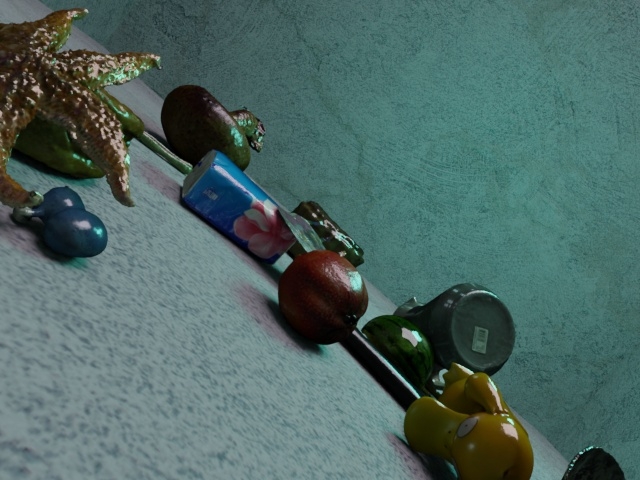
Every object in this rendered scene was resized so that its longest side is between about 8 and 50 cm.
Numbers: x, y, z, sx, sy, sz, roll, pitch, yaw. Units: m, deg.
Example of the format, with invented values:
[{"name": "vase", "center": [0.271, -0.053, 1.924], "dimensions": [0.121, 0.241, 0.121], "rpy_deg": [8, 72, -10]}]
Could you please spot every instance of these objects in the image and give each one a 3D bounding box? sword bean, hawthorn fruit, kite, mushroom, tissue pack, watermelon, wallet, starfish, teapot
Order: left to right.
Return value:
[{"name": "starfish", "center": [-0.291, -0.170, 0.495], "dimensions": [0.299, 0.060, 0.302], "rpy_deg": [23, 51, -4]}, {"name": "sword bean", "center": [-0.465, -0.271, 1.269], "dimensions": [0.269, 0.038, 0.043], "rpy_deg": [39, 30, -29]}, {"name": "mushroom", "center": [-0.334, -0.370, 1.550], "dimensions": [0.331, 0.356, 0.334], "rpy_deg": [59, -18, 27]}, {"name": "tissue pack", "center": [-0.194, -0.086, 1.119], "dimensions": [0.269, 0.137, 0.209], "rpy_deg": [40, 4, -23]}, {"name": "hawthorn fruit", "center": [-0.005, 0.099, 0.862], "dimensions": [0.188, 0.169, 0.169], "rpy_deg": [41, 3, 35]}, {"name": "kite", "center": [-0.003, 0.002, 1.192], "dimensions": [0.204, 0.022, 0.360], "rpy_deg": [55, 13, 10]}, {"name": "wallet", "center": [0.140, 0.283, 1.040], "dimensions": [0.250, 0.044, 0.149], "rpy_deg": [43, 0, 20]}, {"name": "watermelon", "center": [0.215, 0.275, 1.182], "dimensions": [0.232, 0.127, 0.204], "rpy_deg": [42, -10, 32]}, {"name": "teapot", "center": [0.368, 0.286, 1.332], "dimensions": [0.344, 0.253, 0.300], "rpy_deg": [149, -64, -68]}]

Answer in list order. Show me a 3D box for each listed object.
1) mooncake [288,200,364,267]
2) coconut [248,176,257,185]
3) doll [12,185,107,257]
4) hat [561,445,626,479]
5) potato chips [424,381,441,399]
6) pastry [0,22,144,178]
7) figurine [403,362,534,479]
[{"name": "mooncake", "center": [0.002, 0.009, 1.641], "dimensions": [0.324, 0.187, 0.324], "rpy_deg": [44, 4, -3]}, {"name": "coconut", "center": [-0.260, -0.158, 1.513], "dimensions": [0.124, 0.110, 0.110], "rpy_deg": [37, 4, 0]}, {"name": "doll", "center": [-0.256, -0.016, 0.461], "dimensions": [0.083, 0.050, 0.076], "rpy_deg": [45, 9, 16]}, {"name": "hat", "center": [0.337, 0.426, 0.645], "dimensions": [0.265, 0.266, 0.128], "rpy_deg": [40, -34, -21]}, {"name": "potato chips", "center": [0.297, 0.400, 1.334], "dimensions": [0.204, 0.037, 0.026], "rpy_deg": [48, 15, 12]}, {"name": "pastry", "center": [-0.386, -0.191, 0.648], "dimensions": [0.235, 0.132, 0.240], "rpy_deg": [34, -4, 12]}, {"name": "figurine", "center": [0.260, 0.323, 0.777], "dimensions": [0.215, 0.215, 0.228], "rpy_deg": [44, 18, 28]}]
